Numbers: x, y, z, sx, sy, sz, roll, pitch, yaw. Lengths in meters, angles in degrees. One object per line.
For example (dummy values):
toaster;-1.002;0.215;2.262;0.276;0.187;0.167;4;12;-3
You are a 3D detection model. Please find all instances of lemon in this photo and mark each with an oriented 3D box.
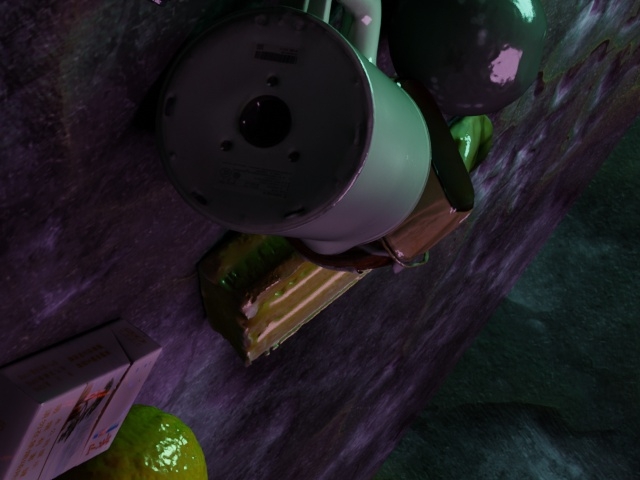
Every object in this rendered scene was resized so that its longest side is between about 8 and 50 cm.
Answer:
lemon;-0.222;0.280;1.968;0.180;0.180;0.193;105;1;-56

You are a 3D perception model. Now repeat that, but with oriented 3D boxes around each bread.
bread;0.048;-0.067;1.883;0.212;0.224;0.142;-27;174;26

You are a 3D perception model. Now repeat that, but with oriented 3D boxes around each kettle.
kettle;-0.021;-0.126;1.662;0.205;0.265;0.318;-23;170;13

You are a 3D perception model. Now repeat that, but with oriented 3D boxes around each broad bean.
broad bean;0.201;-0.122;2.536;0.153;0.072;0.206;-61;175;36

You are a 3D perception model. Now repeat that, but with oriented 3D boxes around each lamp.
lamp;0.183;-0.240;1.984;0.182;0.182;0.314;-57;172;16

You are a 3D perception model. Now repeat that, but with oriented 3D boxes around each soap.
soap;0.000;0.000;2.060;0.315;0.091;0.199;-40;162;-15

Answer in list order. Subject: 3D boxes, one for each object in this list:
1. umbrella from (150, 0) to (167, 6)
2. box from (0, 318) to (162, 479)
umbrella;-0.085;-0.268;1.344;0.188;0.050;0.046;-55;-173;9
box;-0.274;0.179;1.776;0.149;0.067;0.233;-58;165;24
